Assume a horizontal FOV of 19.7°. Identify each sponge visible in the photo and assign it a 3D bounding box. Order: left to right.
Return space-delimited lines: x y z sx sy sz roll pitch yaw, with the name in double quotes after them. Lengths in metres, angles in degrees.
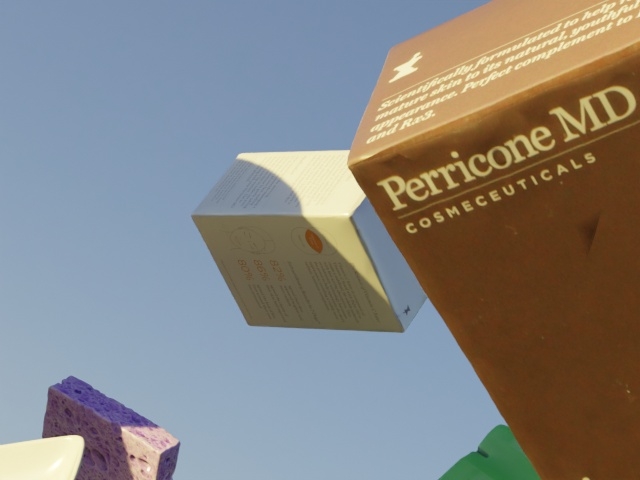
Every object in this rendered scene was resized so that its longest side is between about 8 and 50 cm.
-0.183 0.222 1.501 0.117 0.031 0.210 28 -58 22 "sponge"

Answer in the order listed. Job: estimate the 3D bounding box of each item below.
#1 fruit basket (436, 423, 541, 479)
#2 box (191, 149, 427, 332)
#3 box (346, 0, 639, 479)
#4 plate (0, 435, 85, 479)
0.270 0.376 1.674 0.392 0.283 0.392 45 -15 16 "fruit basket"
0.000 0.000 1.568 0.170 0.091 0.130 1 -50 36 "box"
0.195 0.047 0.932 0.191 0.143 0.381 -23 -68 26 "box"
-0.312 0.249 1.300 0.278 0.277 0.045 -10 -62 8 "plate"
